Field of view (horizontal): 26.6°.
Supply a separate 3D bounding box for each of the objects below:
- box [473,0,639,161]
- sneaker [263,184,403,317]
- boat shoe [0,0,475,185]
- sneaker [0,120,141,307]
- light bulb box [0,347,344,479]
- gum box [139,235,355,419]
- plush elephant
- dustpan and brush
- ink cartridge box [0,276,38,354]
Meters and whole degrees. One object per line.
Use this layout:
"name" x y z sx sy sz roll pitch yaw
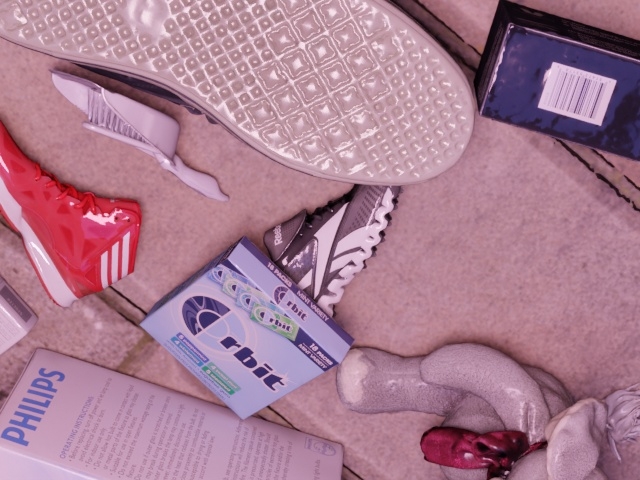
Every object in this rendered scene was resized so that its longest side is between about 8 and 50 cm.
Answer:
"box" 0.232 -0.153 1.273 0.156 0.158 0.093 17 109 -1
"sneaker" 0.000 0.000 1.387 0.106 0.078 0.234 27 111 -8
"boat shoe" -0.089 -0.195 1.285 0.500 0.156 0.187 19 103 0
"sneaker" -0.260 -0.047 1.400 0.128 0.087 0.221 -23 118 3
"light bulb box" -0.203 0.360 1.450 0.361 0.225 0.358 18 110 -3
"gum box" -0.079 0.095 1.401 0.157 0.041 0.184 44 136 -11
"plush elephant" 0.193 0.247 1.362 0.330 0.255 0.272 -11 108 8
"dustpan and brush" -0.170 -0.099 1.361 0.211 0.147 0.060 22 90 -32
"ink cartridge box" -0.418 0.086 1.476 0.179 0.045 0.145 -34 104 25
